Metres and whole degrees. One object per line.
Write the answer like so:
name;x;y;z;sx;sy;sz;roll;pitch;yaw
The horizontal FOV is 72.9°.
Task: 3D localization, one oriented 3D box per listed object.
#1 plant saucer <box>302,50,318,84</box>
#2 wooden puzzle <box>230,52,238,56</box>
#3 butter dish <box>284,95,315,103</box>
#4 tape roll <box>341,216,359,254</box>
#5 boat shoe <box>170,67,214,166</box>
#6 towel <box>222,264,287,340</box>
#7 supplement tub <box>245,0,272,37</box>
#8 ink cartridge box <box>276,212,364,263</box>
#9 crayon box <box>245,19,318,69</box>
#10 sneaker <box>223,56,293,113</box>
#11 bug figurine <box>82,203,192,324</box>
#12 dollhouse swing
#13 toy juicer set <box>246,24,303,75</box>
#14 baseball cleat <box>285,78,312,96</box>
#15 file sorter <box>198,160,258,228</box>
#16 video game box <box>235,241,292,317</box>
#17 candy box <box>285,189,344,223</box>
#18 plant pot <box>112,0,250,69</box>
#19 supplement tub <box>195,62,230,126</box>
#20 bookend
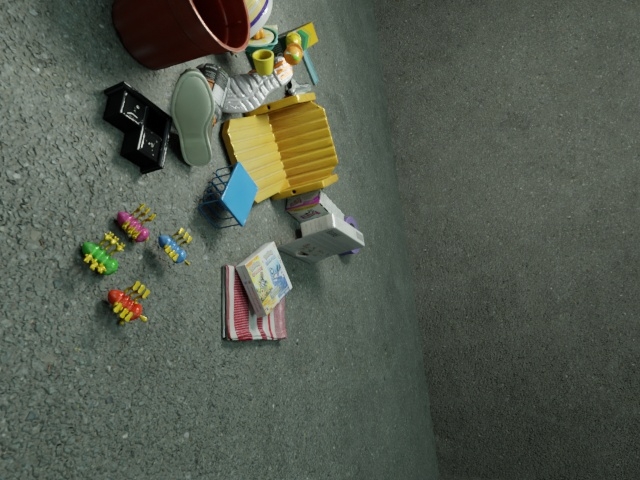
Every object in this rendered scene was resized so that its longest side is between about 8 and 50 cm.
plant saucer;-0.059;-0.881;2.174;0.192;0.018;0.067;63;31;-31
wooden puzzle;-0.323;-0.705;1.574;0.083;0.006;0.049;63;30;-32
butter dish;-0.086;-0.539;1.881;0.160;0.160;0.118;47;64;-49
tape roll;0.129;-0.022;2.186;0.189;0.080;0.188;31;55;-57
boat shoe;-0.343;-0.337;1.171;0.305;0.109;0.091;107;-24;-53
towel;-0.211;0.213;1.446;0.329;0.037;0.236;22;61;-61
supplement tub;-0.327;-0.801;1.326;0.331;0.241;0.240;40;47;-55
ink cartridge box;0.000;0.000;1.710;0.296;0.261;0.066;29;47;-59
crayon box;-0.140;-0.794;1.756;0.083;0.203;0.323;67;29;-27
sneaker;-0.253;-0.527;1.527;0.321;0.180;0.124;-35;112;-25
bug figurine;-0.428;0.047;1.010;0.216;0.072;0.279;58;37;-27
dollhouse swing;-0.127;-0.326;1.551;0.305;0.315;0.346;-64;140;-72
toy juicer set;-0.178;-0.696;1.477;0.329;0.209;0.089;57;-19;34
baseball cleat;-0.099;-0.700;1.965;0.109;0.072;0.205;50;27;-23
file sorter;-0.284;-0.135;1.336;0.118;0.105;0.170;56;34;-40
video game box;-0.183;0.125;1.453;0.187;0.048;0.205;67;28;-13
candy box;-0.019;-0.117;1.819;0.233;0.159;0.071;41;44;-52
plant pot;-0.371;-0.588;1.131;0.272;0.265;0.272;36;49;-56
supplement tub;-0.345;-0.427;1.300;0.117;0.117;0.190;47;41;-49
bookend;-0.457;-0.273;1.064;0.157;0.072;0.156;37;49;-54
